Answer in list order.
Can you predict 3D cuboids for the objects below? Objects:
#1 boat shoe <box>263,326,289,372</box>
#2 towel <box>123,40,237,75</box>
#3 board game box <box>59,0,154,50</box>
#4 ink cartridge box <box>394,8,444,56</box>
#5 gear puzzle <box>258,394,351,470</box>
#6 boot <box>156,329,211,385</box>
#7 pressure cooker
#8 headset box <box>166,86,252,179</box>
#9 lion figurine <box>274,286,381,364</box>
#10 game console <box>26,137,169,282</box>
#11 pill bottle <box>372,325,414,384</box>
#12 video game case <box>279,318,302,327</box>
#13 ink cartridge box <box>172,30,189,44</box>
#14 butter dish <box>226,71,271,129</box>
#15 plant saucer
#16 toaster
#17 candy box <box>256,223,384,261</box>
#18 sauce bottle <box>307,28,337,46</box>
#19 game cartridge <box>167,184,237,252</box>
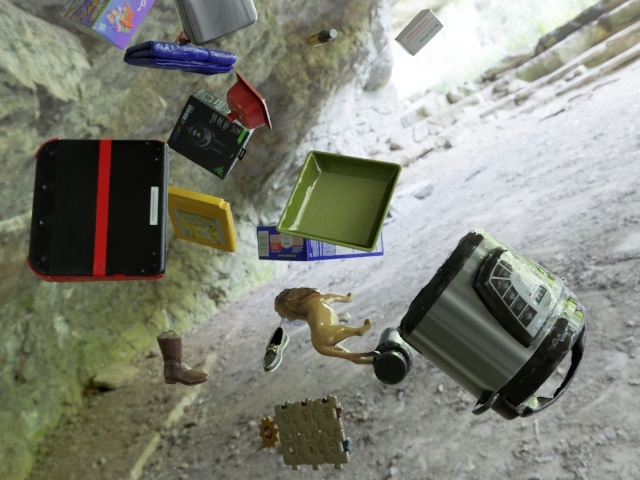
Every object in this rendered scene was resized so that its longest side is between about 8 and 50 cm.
[{"bbox_3d":[-0.200,0.465,2.293,0.081,0.069,0.228,-9,30,21],"label":"boat shoe"},{"bbox_3d":[-0.462,-0.590,1.771,0.308,0.076,0.227,-7,11,-41],"label":"towel"},{"bbox_3d":[-0.426,-0.614,1.206,0.233,0.078,0.347,32,90,42],"label":"board game box"},{"bbox_3d":[0.273,-0.579,1.494,0.115,0.067,0.198,-43,13,18],"label":"ink cartridge box"},{"bbox_3d":[-0.048,0.507,1.407,0.339,0.176,0.044,-23,-16,41],"label":"gear puzzle"},{"bbox_3d":[-0.285,0.243,1.117,0.106,0.114,0.037,-3,10,5],"label":"boot"},{"bbox_3d":[0.454,0.214,1.357,0.370,0.420,0.375,-55,-13,17],"label":"pressure cooker"},{"bbox_3d":[-0.420,-0.414,2.116,0.246,0.283,0.131,-53,11,28],"label":"headset box"},{"bbox_3d":[0.010,0.253,1.633,0.240,0.142,0.392,2,17,-20],"label":"lion figurine"},{"bbox_3d":[-0.576,-0.085,1.408,0.341,0.387,0.060,0,-12,-10],"label":"game console"},{"bbox_3d":[0.220,0.348,1.620,0.122,0.123,0.219,-30,2,16],"label":"pill bottle"},{"bbox_3d":[-0.097,0.266,1.969,0.087,0.122,0.011,3,26,-30],"label":"video game case"},{"bbox_3d":[-0.457,-0.782,1.885,0.225,0.056,0.181,-51,36,0],"label":"ink cartridge box"},{"bbox_3d":[-0.244,-0.415,1.691,0.118,0.160,0.160,-36,-19,-9],"label":"butter dish"},{"bbox_3d":[0.039,-0.067,0.984,0.188,0.045,0.188,12,65,20],"label":"plant saucer"},{"bbox_3d":[-0.274,-0.587,1.316,0.227,0.129,0.146,-26,-34,-9],"label":"toaster"},{"bbox_3d":[0.000,0.000,1.714,0.317,0.122,0.268,-2,1,-40],"label":"candy box"},{"bbox_3d":[0.007,-0.608,1.601,0.042,0.042,0.128,-35,25,-22],"label":"sauce bottle"},{"bbox_3d":[-0.502,-0.085,2.243,0.324,0.285,0.053,90,-164,-56],"label":"game cartridge"}]
